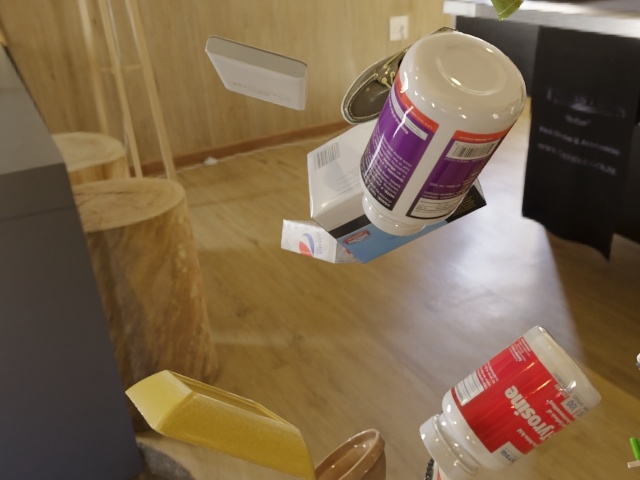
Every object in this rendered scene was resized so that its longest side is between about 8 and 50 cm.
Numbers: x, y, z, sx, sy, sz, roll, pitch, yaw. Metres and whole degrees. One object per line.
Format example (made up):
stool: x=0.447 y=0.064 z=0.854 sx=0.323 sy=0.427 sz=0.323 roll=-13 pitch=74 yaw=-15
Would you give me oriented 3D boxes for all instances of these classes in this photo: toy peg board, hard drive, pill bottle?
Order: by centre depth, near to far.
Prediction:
pill bottle: x=0.169 y=-0.146 z=0.963 sx=0.182 sy=0.323 sz=0.181 roll=7 pitch=56 yaw=-11
hard drive: x=-0.129 y=-0.360 z=1.360 sx=0.203 sy=0.040 sz=0.307 roll=16 pitch=0 yaw=-2
pill bottle: x=0.458 y=0.418 z=1.533 sx=0.408 sy=0.229 sz=0.229 roll=-41 pitch=25 yaw=12
toy peg board: x=0.939 y=0.575 z=1.681 sx=0.161 sy=0.161 sz=0.079 roll=-31 pitch=49 yaw=35

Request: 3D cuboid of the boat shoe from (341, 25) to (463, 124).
boat shoe: x=0.178 y=-0.354 z=1.330 sx=0.305 sy=0.109 sz=0.091 roll=-34 pitch=16 yaw=6

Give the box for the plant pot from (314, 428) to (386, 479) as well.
plant pot: x=0.074 y=0.556 z=1.431 sx=0.237 sy=0.109 sz=0.237 roll=-38 pitch=-2 yaw=-1

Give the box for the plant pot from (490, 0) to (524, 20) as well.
plant pot: x=0.511 y=-0.674 z=1.724 sx=0.083 sy=0.079 sz=0.083 roll=-42 pitch=17 yaw=16

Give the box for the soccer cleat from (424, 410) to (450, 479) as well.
soccer cleat: x=0.398 y=0.640 z=1.859 sx=0.117 sy=0.318 sz=0.108 roll=11 pitch=8 yaw=2

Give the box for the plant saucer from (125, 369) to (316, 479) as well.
plant saucer: x=-0.197 y=0.354 z=1.238 sx=0.333 sy=0.080 sz=0.333 roll=27 pitch=-11 yaw=-23

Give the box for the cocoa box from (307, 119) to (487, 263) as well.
cocoa box: x=0.174 y=-0.145 z=1.467 sx=0.347 sy=0.228 sz=0.231 roll=-27 pitch=45 yaw=23

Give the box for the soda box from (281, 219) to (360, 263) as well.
soda box: x=0.000 y=0.000 z=1.771 sx=0.098 sy=0.091 sz=0.286 roll=1 pitch=8 yaw=-35

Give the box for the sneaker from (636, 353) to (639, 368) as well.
sneaker: x=0.949 y=0.347 z=1.696 sx=0.153 sy=0.094 sz=0.235 roll=51 pitch=26 yaw=20
